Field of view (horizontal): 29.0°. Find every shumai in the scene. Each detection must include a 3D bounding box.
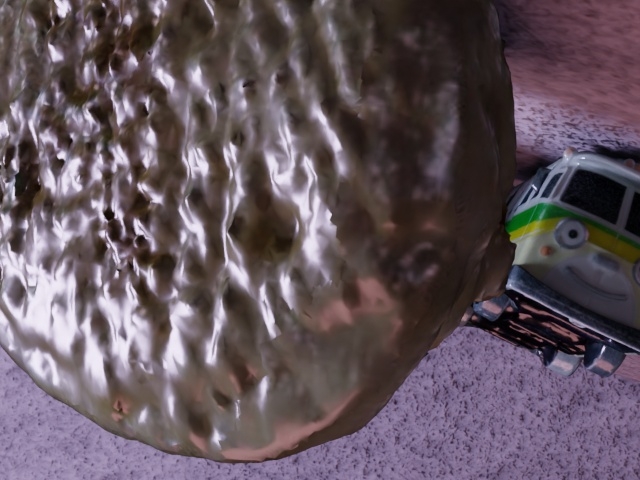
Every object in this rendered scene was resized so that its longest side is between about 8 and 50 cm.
[{"bbox_3d":[-0.012,-0.057,0.730,0.398,0.324,0.323,20,-171,38],"label":"shumai"}]

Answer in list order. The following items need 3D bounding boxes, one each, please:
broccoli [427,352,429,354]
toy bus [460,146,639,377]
[{"bbox_3d":[0.000,0.000,1.132,0.245,0.294,0.265,-19,109,28],"label":"broccoli"},{"bbox_3d":[0.207,0.018,1.053,0.134,0.164,0.276,26,171,-3],"label":"toy bus"}]
